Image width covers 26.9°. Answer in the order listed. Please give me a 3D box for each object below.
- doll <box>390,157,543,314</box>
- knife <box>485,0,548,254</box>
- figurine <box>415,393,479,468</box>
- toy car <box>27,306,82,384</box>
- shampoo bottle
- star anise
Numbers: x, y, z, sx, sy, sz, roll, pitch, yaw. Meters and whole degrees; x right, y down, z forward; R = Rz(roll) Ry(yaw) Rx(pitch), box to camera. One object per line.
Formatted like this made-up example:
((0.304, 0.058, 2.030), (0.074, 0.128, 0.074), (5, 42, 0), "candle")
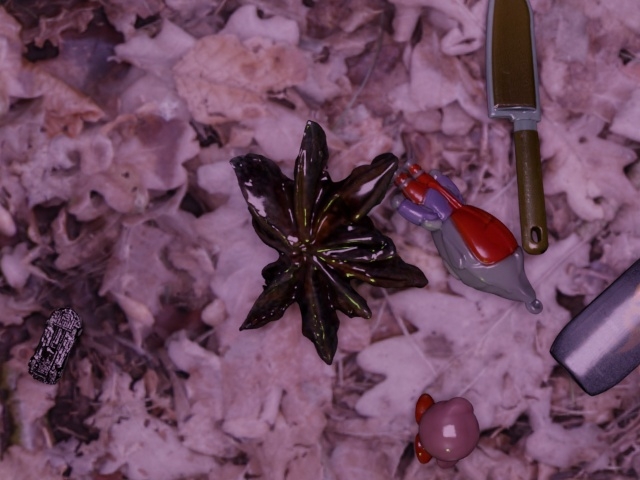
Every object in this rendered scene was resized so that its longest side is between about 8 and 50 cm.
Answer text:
((0.165, -0.002, 1.490), (0.227, 0.102, 0.075), (45, 134, 8), "doll")
((0.219, -0.152, 1.505), (0.061, 0.027, 0.343), (0, 76, -7), "knife")
((0.141, 0.214, 1.485), (0.071, 0.067, 0.083), (1, 101, 24), "figurine")
((-0.304, 0.121, 1.544), (0.041, 0.025, 0.093), (25, 91, 4), "toy car")
((0.363, 0.071, 1.488), (0.233, 0.049, 0.087), (-42, 86, 0), "shampoo bottle")
((-0.004, -0.002, 1.465), (0.212, 0.129, 0.283), (1, 118, 23), "star anise")
